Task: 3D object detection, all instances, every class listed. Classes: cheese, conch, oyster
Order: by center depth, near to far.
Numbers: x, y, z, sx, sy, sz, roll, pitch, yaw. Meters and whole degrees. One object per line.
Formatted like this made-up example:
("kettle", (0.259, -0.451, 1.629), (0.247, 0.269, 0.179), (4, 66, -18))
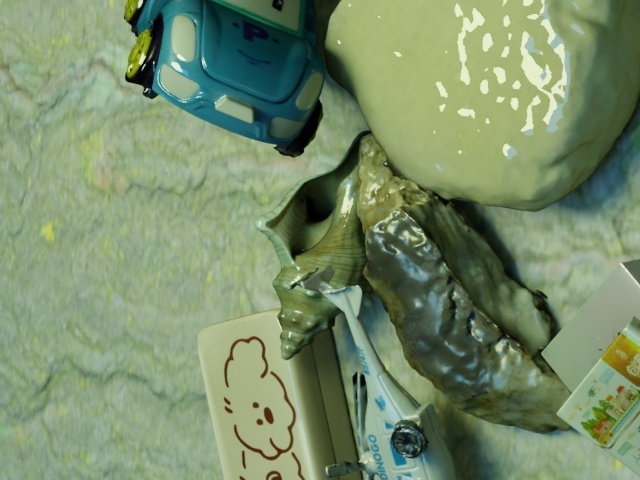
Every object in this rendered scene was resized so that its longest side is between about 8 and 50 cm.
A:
("cheese", (0.150, -0.183, 1.763), (0.326, 0.115, 0.318), (-2, 94, 44))
("oyster", (0.119, 0.050, 1.819), (0.166, 0.110, 0.341), (-26, 91, 47))
("conch", (-0.009, 0.006, 1.927), (0.114, 0.137, 0.233), (160, 111, -70))

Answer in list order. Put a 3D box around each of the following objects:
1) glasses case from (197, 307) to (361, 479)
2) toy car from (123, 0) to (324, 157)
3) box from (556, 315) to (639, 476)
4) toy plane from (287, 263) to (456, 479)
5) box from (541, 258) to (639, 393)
("glasses case", (-0.033, 0.242, 2.006), (0.144, 0.076, 0.336), (-17, 84, 42))
("toy car", (-0.081, -0.212, 1.851), (0.166, 0.198, 0.314), (-62, 17, 22))
("box", (0.330, 0.176, 1.648), (0.220, 0.032, 0.122), (37, 123, 7))
("toy plane", (0.070, 0.152, 1.841), (0.107, 0.182, 0.273), (-12, 85, 32))
("box", (0.290, 0.107, 1.713), (0.129, 0.051, 0.130), (53, 126, 23))
